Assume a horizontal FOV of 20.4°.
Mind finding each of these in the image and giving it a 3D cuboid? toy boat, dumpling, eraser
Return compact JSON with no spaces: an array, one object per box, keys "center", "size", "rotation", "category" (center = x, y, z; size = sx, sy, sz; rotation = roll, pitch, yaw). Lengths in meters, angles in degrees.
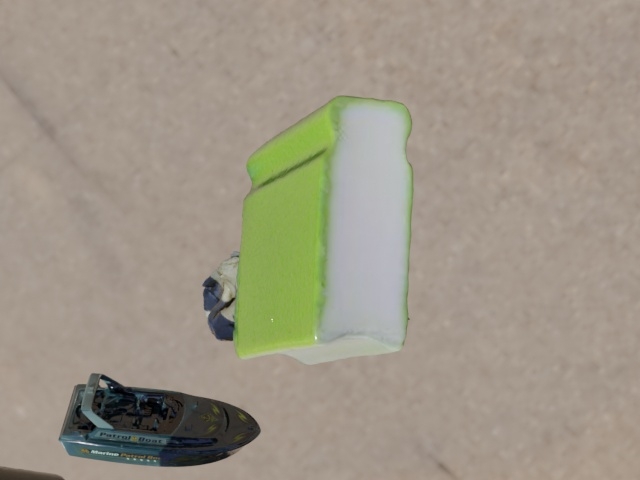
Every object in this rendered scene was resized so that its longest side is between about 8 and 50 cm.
[{"center":[-0.192,0.218,2.117],"size":[0.246,0.093,0.103],"rotation":[5,134,6],"category":"toy boat"},{"center":[-0.061,0.088,2.264],"size":[0.332,0.086,0.166],"rotation":[-3,149,41],"category":"dumpling"},{"center":[0.000,0.000,1.535],"size":[0.092,0.210,0.274],"rotation":[5,174,-15],"category":"eraser"}]

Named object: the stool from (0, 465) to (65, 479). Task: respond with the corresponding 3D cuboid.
[{"center":[-0.399,0.249,1.458],"size":[0.226,0.310,0.310],"rotation":[24,-176,-39],"category":"stool"}]
